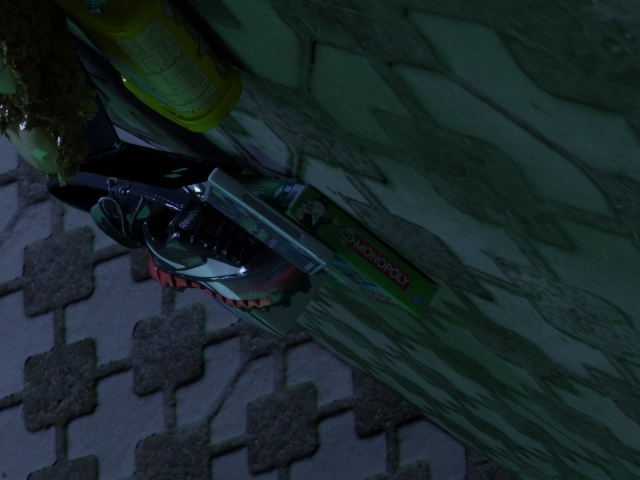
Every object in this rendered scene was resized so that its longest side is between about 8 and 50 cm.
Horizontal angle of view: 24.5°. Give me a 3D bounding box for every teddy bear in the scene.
[{"bbox_3d":[-0.267,-0.192,1.323,0.245,0.113,0.338,58,-176,-22],"label":"teddy bear"}]

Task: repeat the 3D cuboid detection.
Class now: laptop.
[{"bbox_3d":[-0.260,-0.164,1.948,0.264,0.136,0.234,11,172,-26],"label":"laptop"}]

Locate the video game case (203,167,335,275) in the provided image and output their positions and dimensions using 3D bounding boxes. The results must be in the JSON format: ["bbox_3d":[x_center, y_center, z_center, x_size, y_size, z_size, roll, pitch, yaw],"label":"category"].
[{"bbox_3d":[-0.067,-0.019,1.796,0.173,0.022,0.190,36,172,-2],"label":"video game case"}]

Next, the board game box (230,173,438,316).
[{"bbox_3d":[0.000,0.000,1.878,0.213,0.046,0.317,37,172,-19],"label":"board game box"}]

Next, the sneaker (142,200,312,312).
[{"bbox_3d":[-0.138,0.016,2.004,0.276,0.097,0.135,13,137,36],"label":"sneaker"}]

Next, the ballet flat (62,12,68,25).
[{"bbox_3d":[-0.340,-0.253,1.724,0.086,0.086,0.248,40,172,-35],"label":"ballet flat"}]

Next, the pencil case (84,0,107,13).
[{"bbox_3d":[-0.212,-0.251,1.167,0.070,0.064,0.152,-6,145,39],"label":"pencil case"}]

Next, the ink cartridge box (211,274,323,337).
[{"bbox_3d":[-0.074,0.058,2.200,0.082,0.139,0.191,39,172,-20],"label":"ink cartridge box"}]

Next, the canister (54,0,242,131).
[{"bbox_3d":[-0.157,-0.182,1.330,0.126,0.073,0.170,33,171,32],"label":"canister"}]

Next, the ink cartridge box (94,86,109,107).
[{"bbox_3d":[-0.419,-0.262,2.053,0.189,0.066,0.232,31,175,24],"label":"ink cartridge box"}]

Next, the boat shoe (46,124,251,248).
[{"bbox_3d":[-0.257,-0.054,2.263,0.500,0.156,0.187,26,166,44],"label":"boat shoe"}]
